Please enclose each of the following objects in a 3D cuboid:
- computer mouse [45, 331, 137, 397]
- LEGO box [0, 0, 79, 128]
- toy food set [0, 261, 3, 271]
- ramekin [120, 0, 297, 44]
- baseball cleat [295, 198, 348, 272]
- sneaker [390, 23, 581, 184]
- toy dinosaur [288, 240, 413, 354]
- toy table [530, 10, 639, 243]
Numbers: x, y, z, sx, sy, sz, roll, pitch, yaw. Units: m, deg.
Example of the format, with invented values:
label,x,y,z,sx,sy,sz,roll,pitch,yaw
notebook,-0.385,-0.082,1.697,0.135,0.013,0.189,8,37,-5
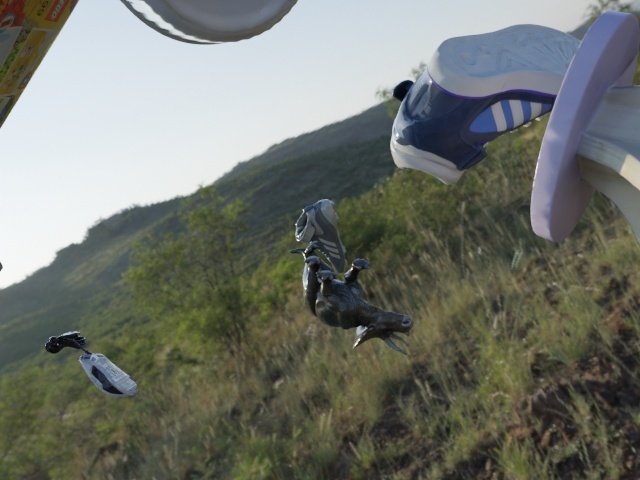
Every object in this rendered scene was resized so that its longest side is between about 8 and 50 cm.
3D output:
label,x,y,z,sx,sy,sz,roll,pitch,yaw
computer mouse,-0.449,0.256,1.126,0.042,0.193,0.106,-51,-4,1
LEGO box,-0.693,-0.326,1.025,0.500,0.193,0.372,-52,14,11
toy food set,-0.406,0.100,0.390,0.092,0.219,0.306,116,168,-47
ramekin,-0.126,-0.361,0.665,0.272,0.273,0.127,-33,39,-8
baseball cleat,0.000,0.000,1.305,0.109,0.206,0.072,-20,33,-11
sneaker,0.256,-0.194,0.877,0.322,0.130,0.236,-12,-30,-26
toy dinosaur,0.016,0.101,1.047,0.313,0.161,0.121,20,34,41
toy table,0.363,-0.103,0.641,0.160,0.275,0.252,27,48,37
